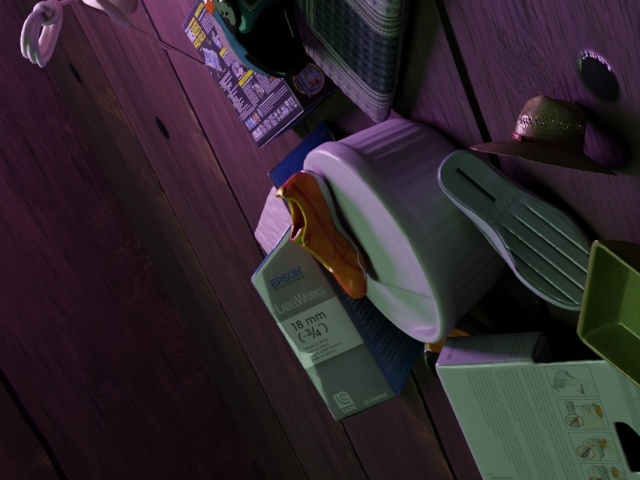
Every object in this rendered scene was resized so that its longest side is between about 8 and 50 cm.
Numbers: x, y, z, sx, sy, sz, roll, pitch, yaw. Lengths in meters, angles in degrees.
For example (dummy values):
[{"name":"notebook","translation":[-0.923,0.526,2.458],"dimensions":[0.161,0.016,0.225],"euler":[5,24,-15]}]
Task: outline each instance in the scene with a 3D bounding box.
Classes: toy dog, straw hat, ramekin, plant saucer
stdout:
[{"name":"toy dog","translation":[-0.278,-0.376,1.881],"dimensions":[0.161,0.333,0.220],"euler":[13,125,8]},{"name":"straw hat","translation":[0.214,-0.102,1.263],"dimensions":[0.144,0.144,0.061],"euler":[24,106,62]},{"name":"ramekin","translation":[0.108,-0.021,1.621],"dimensions":[0.273,0.127,0.273],"euler":[50,162,22]},{"name":"plant saucer","translation":[0.337,0.091,1.297],"dimensions":[0.188,0.045,0.188],"euler":[41,158,26]}]

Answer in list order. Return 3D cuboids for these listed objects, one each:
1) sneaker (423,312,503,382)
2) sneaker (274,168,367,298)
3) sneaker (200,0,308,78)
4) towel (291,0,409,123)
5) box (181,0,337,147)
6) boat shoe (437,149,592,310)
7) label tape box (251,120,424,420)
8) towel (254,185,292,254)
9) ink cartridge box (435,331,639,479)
[{"name":"sneaker","translation":[0.239,0.177,1.727],"dimensions":[0.262,0.099,0.121],"euler":[47,-157,-15]},{"name":"sneaker","translation":[0.000,0.000,1.623],"dimensions":[0.175,0.067,0.064],"euler":[60,162,-16]},{"name":"sneaker","translation":[-0.102,-0.311,1.560],"dimensions":[0.121,0.108,0.302],"euler":[33,163,54]},{"name":"towel","translation":[-0.010,-0.318,1.554],"dimensions":[0.324,0.056,0.312],"euler":[49,166,17]},{"name":"box","translation":[-0.090,-0.254,1.870],"dimensions":[0.216,0.060,0.270],"euler":[57,164,-2]},{"name":"boat shoe","translation":[0.220,-0.013,1.438],"dimensions":[0.226,0.083,0.076],"euler":[50,-170,24]},{"name":"label tape box","translation":[0.012,0.036,1.821],"dimensions":[0.333,0.106,0.240],"euler":[59,-155,-10]},{"name":"towel","translation":[0.021,0.065,2.178],"dimensions":[0.332,0.053,0.317],"euler":[53,163,9]},{"name":"ink cartridge box","translation":[0.290,0.226,1.606],"dimensions":[0.239,0.060,0.275],"euler":[-6,125,28]}]
